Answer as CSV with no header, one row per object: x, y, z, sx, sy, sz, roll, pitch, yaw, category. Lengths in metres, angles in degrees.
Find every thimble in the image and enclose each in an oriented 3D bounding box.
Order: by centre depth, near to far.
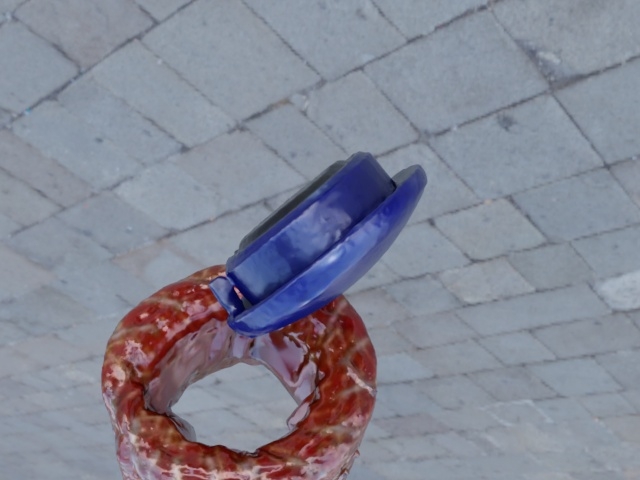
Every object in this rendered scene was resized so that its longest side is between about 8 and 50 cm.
-0.101,0.215,0.991,0.351,0.350,0.230,12,147,2,thimble

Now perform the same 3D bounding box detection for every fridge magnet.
0.000,0.000,0.809,0.112,0.265,0.265,50,139,-6,fridge magnet
